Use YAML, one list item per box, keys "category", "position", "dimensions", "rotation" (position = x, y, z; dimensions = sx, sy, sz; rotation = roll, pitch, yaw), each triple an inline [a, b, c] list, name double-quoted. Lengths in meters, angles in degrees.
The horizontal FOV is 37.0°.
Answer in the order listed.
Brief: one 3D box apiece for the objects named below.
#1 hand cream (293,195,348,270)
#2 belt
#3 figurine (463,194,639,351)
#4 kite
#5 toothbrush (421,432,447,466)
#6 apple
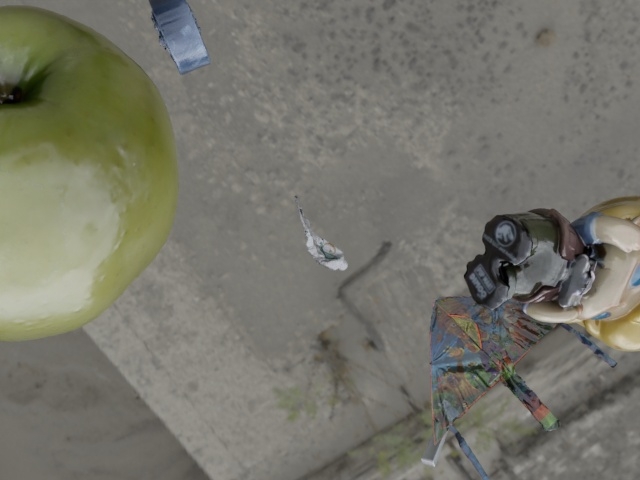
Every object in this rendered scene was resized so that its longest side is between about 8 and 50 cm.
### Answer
- category: "hand cream"
  position: [-0.003, 0.001, 1.963]
  dimensions: [0.050, 0.084, 0.257]
  rotation: [-20, 150, 13]
- category: "belt"
  position: [-0.270, -0.397, 1.831]
  dimensions: [0.082, 0.142, 0.190]
  rotation: [-22, 162, -2]
- category: "figurine"
  position: [0.186, 0.017, 0.653]
  dimensions: [0.196, 0.108, 0.114]
  rotation: [6, 108, -44]
- category: "kite"
  position: [0.158, 0.111, 0.867]
  dimensions: [0.183, 0.160, 0.010]
  rotation: [-44, 167, 5]
- category: "toothbrush"
  position: [0.141, 0.138, 0.956]
  dimensions: [0.194, 0.014, 0.017]
  rotation: [-63, 144, -30]
- category: "apple"
  position: [-0.421, -0.081, 1.315]
  dimensions: [0.473, 0.474, 0.474]
  rotation: [-16, 130, -19]
